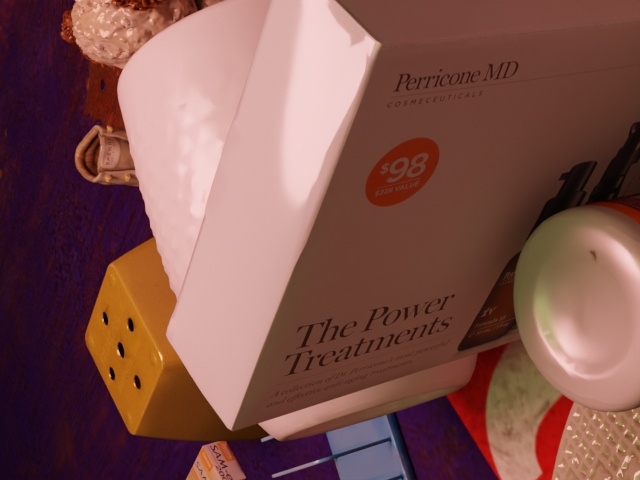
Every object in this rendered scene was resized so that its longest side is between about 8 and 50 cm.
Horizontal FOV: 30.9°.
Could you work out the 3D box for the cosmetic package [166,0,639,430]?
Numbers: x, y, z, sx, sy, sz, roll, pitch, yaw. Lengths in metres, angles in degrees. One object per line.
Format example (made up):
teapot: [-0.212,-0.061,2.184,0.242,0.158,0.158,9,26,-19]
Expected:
cosmetic package: [0.111,-0.047,0.738,0.097,0.377,0.284,49,136,33]

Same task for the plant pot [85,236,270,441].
plant pot: [-0.142,0.106,1.307,0.212,0.187,0.212,56,140,28]

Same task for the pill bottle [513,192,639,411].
pill bottle: [0.236,0.023,0.716,0.121,0.221,0.121,20,115,51]

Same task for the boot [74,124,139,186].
boot: [-0.168,-0.092,1.304,0.213,0.165,0.077,-2,83,56]

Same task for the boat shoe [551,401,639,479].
boat shoe: [0.277,0.312,0.807,0.187,0.156,0.500,-33,61,58]

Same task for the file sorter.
file sorter: [0.024,0.259,1.186,0.118,0.105,0.170,-32,73,53]

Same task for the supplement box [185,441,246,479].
supplement box: [-0.137,0.310,1.486,0.062,0.036,0.098,55,138,29]

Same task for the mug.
mug: [0.000,0.000,1.034,0.374,0.276,0.328,83,170,-77]

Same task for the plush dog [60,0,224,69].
plush dog: [-0.148,-0.232,1.188,0.262,0.225,0.210,-30,74,54]
